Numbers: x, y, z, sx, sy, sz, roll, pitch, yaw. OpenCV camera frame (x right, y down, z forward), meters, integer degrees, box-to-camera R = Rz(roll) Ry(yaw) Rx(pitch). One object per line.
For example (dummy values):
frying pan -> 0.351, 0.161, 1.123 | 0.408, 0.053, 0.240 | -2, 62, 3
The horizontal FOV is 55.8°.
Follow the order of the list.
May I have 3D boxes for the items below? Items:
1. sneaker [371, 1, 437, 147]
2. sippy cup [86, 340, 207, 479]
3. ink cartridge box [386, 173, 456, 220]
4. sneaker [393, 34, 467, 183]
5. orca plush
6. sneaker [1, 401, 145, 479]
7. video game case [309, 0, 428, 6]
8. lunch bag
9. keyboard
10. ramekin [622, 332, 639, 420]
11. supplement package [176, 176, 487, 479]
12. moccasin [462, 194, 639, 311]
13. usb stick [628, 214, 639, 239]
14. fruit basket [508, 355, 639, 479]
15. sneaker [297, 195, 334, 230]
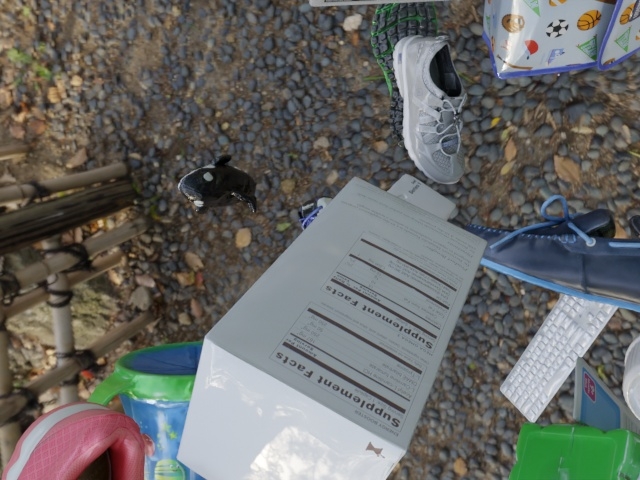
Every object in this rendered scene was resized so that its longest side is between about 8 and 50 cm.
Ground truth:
sneaker -> 0.190, -0.373, 1.291 | 0.134, 0.146, 0.343 | 0, 112, 17
sippy cup -> -0.184, 0.282, 0.902 | 0.306, 0.240, 0.224 | 0, 91, -7
ink cartridge box -> 0.120, 0.043, 1.141 | 0.117, 0.201, 0.278 | 33, 134, 13
sneaker -> 0.212, -0.231, 1.092 | 0.115, 0.105, 0.281 | 10, 125, 57
orca plush -> -0.200, -0.097, 1.386 | 0.102, 0.287, 0.151 | 36, 91, 20
sneaker -> -0.206, 0.262, 0.418 | 0.116, 0.313, 0.136 | 28, 149, -29
video game case -> 0.149, -0.406, 0.839 | 0.329, 0.300, 0.036 | -3, 89, -2
lunch bag -> 0.576, -0.553, 1.331 | 0.386, 0.239, 0.328 | -5, 144, 5
keyboard -> 0.342, 0.148, 0.865 | 0.072, 0.014, 0.256 | 53, 130, 45
ramekin -> 0.653, 0.264, 1.092 | 0.207, 0.109, 0.207 | 22, 130, 28
supplement package -> 0.020, 0.077, 0.469 | 0.134, 0.244, 0.139 | 27, 126, 10
moccasin -> 0.345, 0.016, 0.753 | 0.342, 0.138, 0.116 | 15, 93, 28
usb stick -> 0.782, 0.022, 1.451 | 0.045, 0.278, 0.077 | -32, 53, 15
fruit basket -> 0.313, 0.338, 0.567 | 0.353, 0.327, 0.165 | 40, 147, -19
sneaker -> 0.001, -0.001, 1.496 | 0.182, 0.315, 0.127 | 47, 136, -12
